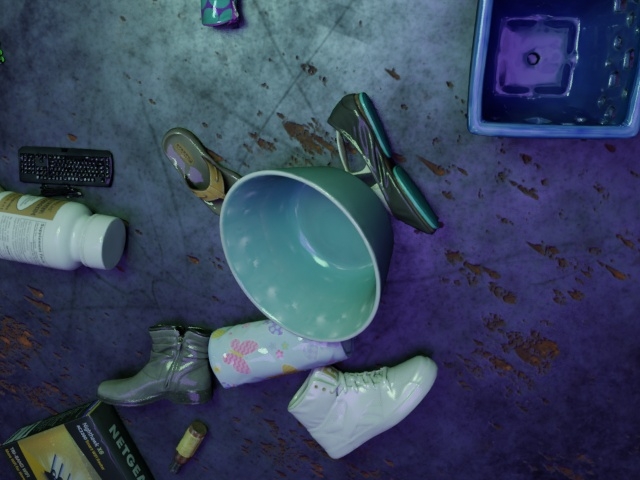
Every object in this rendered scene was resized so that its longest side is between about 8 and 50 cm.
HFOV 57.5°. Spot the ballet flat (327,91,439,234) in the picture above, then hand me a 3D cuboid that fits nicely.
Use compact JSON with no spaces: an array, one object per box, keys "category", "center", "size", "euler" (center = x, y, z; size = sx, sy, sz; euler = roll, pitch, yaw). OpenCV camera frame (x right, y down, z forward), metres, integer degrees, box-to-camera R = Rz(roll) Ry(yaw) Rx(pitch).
[{"category":"ballet flat","center":[0.102,-0.120,1.018],"size":[0.096,0.095,0.280],"euler":[-29,89,24]}]

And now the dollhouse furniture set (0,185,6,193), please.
[{"category":"dollhouse furniture set","center":[-0.730,-0.080,1.138],"size":[0.183,0.129,0.129],"euler":[34,109,23]}]

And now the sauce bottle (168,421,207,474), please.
[{"category":"sauce bottle","center":[-0.286,0.443,1.241],"size":[0.042,0.042,0.128],"euler":[33,105,-1]}]

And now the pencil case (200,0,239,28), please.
[{"category":"pencil case","center":[-0.167,-0.437,0.978],"size":[0.070,0.064,0.152],"euler":[7,107,23]}]

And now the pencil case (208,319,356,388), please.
[{"category":"pencil case","center":[-0.074,0.193,1.106],"size":[0.273,0.113,0.124],"euler":[-18,70,12]}]

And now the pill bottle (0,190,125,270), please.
[{"category":"pill bottle","center":[-0.498,-0.013,1.103],"size":[0.229,0.131,0.131],"euler":[10,106,5]}]

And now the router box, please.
[{"category":"router box","center":[-0.509,0.522,1.273],"size":[0.243,0.081,0.309],"euler":[-23,101,13]}]

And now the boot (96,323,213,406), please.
[{"category":"boot","center":[-0.334,0.246,1.186],"size":[0.246,0.083,0.161],"euler":[-2,98,3]}]

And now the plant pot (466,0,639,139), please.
[{"category":"plant pot","center":[0.337,-0.279,0.872],"size":[0.236,0.212,0.236],"euler":[3,106,7]}]

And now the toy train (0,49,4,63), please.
[{"category":"toy train","center":[-0.610,-0.370,1.084],"size":[0.023,0.017,0.083],"euler":[-4,104,20]}]

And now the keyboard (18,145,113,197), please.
[{"category":"keyboard","center":[-0.494,-0.127,1.121],"size":[0.192,0.038,0.100],"euler":[3,105,8]}]

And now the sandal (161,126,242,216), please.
[{"category":"sandal","center":[-0.209,-0.118,1.071],"size":[0.090,0.060,0.219],"euler":[-40,96,16]}]

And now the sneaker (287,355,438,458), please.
[{"category":"sneaker","center":[0.068,0.282,1.115],"size":[0.292,0.108,0.169],"euler":[-42,99,17]}]

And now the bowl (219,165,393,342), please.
[{"category":"bowl","center":[0.000,0.000,0.987],"size":[0.311,0.163,0.311],"euler":[19,126,28]}]
